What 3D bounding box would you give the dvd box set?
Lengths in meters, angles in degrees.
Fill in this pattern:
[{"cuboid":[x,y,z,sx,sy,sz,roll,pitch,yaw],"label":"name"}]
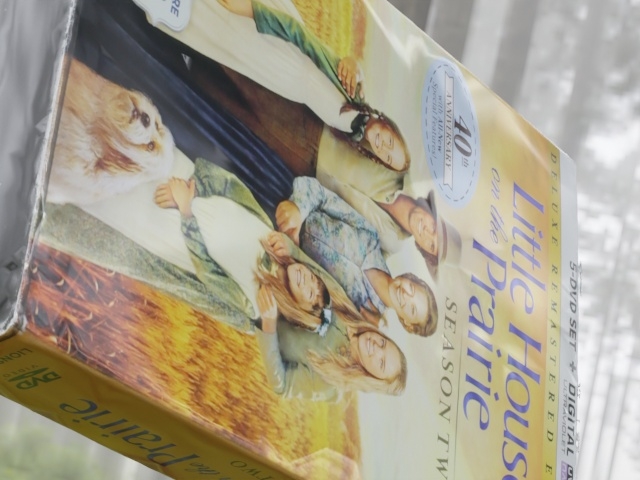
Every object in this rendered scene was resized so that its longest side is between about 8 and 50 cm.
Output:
[{"cuboid":[0.000,0.000,0.904,0.062,0.307,0.420,-18,-37,35],"label":"dvd box set"}]
